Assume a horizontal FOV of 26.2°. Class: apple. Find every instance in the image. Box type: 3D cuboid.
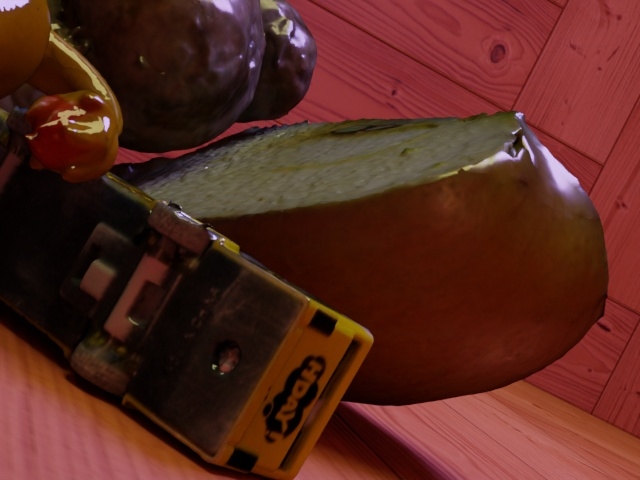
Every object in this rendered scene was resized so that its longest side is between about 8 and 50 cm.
[{"bbox_3d":[0.000,0.000,0.797,0.254,0.179,0.346,36,-14,-30],"label":"apple"}]

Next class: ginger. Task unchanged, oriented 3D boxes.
[{"bbox_3d":[-0.144,-0.114,0.856,0.304,0.155,0.244,-3,3,-11],"label":"ginger"}]

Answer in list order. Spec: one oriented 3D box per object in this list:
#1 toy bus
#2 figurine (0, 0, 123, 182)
[{"bbox_3d":[-0.084,0.010,0.562,0.226,0.081,0.074,28,-1,39],"label":"toy bus"},{"bbox_3d":[-0.124,-0.063,0.491,0.122,0.121,0.176,38,11,-11],"label":"figurine"}]
